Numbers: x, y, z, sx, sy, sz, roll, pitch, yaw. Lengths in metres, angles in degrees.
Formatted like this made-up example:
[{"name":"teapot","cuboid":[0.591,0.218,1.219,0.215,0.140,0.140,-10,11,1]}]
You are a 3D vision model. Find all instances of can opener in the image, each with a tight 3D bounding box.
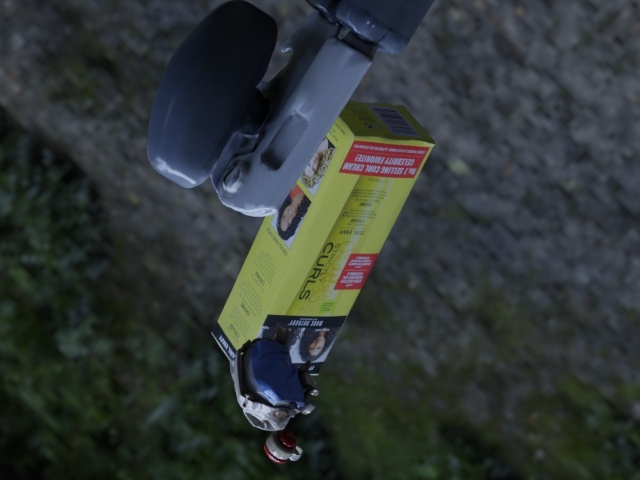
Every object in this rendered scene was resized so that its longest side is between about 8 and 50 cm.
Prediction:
[{"name":"can opener","cuboid":[0.009,-0.143,1.030,0.095,0.283,0.076,28,-174,-37]}]

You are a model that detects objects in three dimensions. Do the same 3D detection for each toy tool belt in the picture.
[{"name":"toy tool belt","cuboid":[-0.026,0.097,1.257,0.052,0.051,0.083,13,-139,-40]}]

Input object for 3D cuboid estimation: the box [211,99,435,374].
[{"name":"box","cuboid":[0.000,0.000,1.516,0.087,0.232,0.058,4,-147,-38]}]
